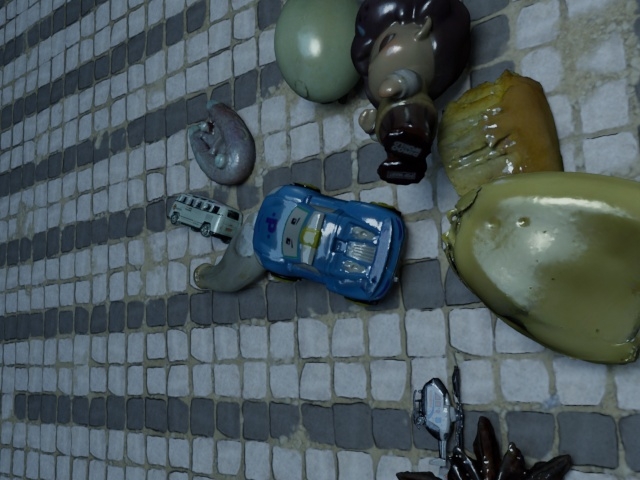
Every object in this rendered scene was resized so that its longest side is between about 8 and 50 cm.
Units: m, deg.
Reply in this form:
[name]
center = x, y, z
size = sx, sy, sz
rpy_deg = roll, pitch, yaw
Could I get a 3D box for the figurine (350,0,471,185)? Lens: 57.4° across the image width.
[figurine]
center = 0.122, -0.263, 0.961
size = 0.206, 0.218, 0.365
rpy_deg = 10, 56, 21

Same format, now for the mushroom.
[mushroom]
center = -0.184, 0.049, 1.270
size = 0.270, 0.103, 0.118
rpy_deg = -39, 61, 32

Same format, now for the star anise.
[star anise]
center = 0.247, 0.398, 0.874
size = 0.282, 0.129, 0.212
rpy_deg = -30, 75, -6

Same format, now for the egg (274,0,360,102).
[egg]
center = 0.004, -0.386, 1.129
size = 0.186, 0.186, 0.253
rpy_deg = -7, 66, 36

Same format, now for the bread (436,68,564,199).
[bread]
center = 0.273, -0.160, 0.934
size = 0.174, 0.133, 0.252
rpy_deg = -19, 74, 35

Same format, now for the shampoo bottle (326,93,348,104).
[shampoo bottle]
center = -0.001, -0.314, 1.223
size = 0.137, 0.027, 0.048
rpy_deg = 32, 101, 35

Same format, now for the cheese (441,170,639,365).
[cheese]
center = 0.325, 0.025, 0.833
size = 0.315, 0.128, 0.260
rpy_deg = 17, 101, 24

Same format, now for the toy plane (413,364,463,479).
[toy plane]
center = 0.201, 0.311, 0.979
size = 0.078, 0.053, 0.197
rpy_deg = -8, 75, 27

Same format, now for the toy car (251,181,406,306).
[toy car]
center = 0.000, 0.000, 1.072
size = 0.314, 0.166, 0.198
rpy_deg = 17, 92, 21

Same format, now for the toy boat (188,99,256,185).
[toy boat]
center = -0.240, -0.224, 1.354
size = 0.155, 0.085, 0.227
rpy_deg = -46, 60, 22

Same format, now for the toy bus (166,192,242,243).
[toy bus]
center = -0.269, -0.056, 1.358
size = 0.193, 0.087, 0.089
rpy_deg = 17, 88, 37
